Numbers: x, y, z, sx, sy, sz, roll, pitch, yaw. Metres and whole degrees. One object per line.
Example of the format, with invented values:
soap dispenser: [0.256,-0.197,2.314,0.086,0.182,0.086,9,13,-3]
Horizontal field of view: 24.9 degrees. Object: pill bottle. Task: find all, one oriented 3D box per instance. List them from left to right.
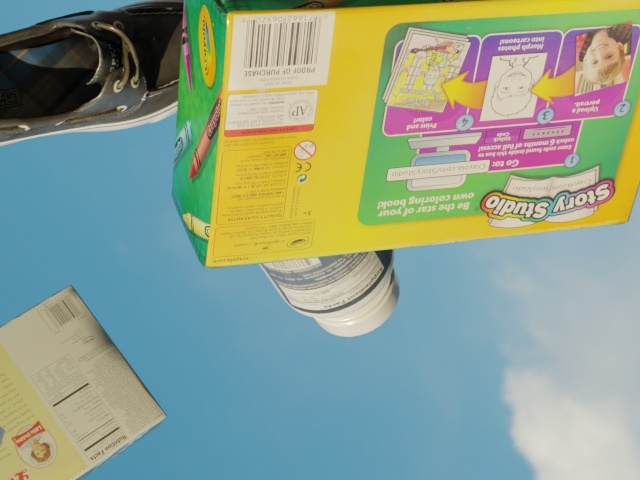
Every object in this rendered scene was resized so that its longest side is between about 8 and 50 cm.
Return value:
pill bottle: [0.000,0.000,1.174,0.180,0.108,0.108,57,-162,-52]

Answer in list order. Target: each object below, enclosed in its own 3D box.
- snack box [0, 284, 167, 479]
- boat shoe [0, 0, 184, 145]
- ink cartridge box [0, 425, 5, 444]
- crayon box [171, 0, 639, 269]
snack box: [-0.346,0.206,1.548,0.322,0.060,0.187,-33,-98,-31]
boat shoe: [-0.152,-0.109,0.909,0.229,0.076,0.080,-13,-91,-21]
ink cartridge box: [-0.346,0.265,1.117,0.165,0.065,0.332,64,-149,-55]
crayon box: [0.061,-0.084,0.834,0.279,0.165,0.081,-6,-141,-18]
